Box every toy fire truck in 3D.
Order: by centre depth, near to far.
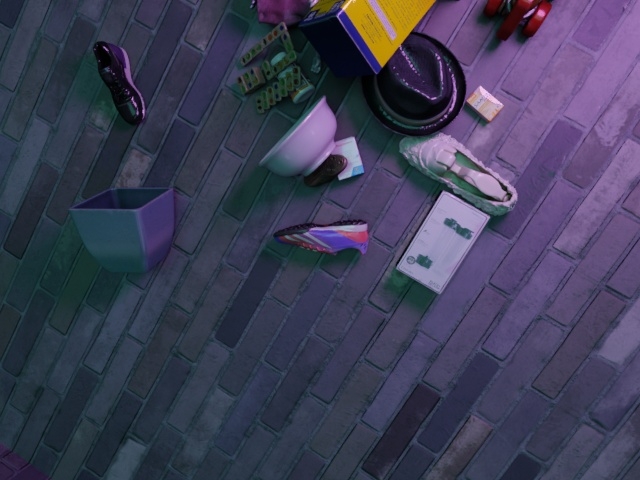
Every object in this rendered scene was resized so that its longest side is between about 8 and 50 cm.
[{"bbox_3d":[0.591,-0.719,1.257,0.169,0.254,0.302,31,100,5],"label":"toy fire truck"}]

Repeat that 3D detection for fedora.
[{"bbox_3d":[0.274,-0.476,1.335,0.334,0.152,0.334,0,88,8],"label":"fedora"}]

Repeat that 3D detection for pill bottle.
[{"bbox_3d":[-0.092,-0.528,1.484,0.086,0.086,0.152,-35,89,12],"label":"pill bottle"}]

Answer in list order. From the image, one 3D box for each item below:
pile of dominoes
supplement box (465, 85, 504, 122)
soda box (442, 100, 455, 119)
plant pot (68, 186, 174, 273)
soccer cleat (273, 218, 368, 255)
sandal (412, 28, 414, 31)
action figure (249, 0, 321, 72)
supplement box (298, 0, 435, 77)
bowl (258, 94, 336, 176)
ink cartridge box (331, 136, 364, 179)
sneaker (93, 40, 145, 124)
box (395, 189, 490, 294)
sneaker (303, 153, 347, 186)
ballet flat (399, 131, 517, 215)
[{"bbox_3d":[-0.171,-0.537,1.456,0.251,0.040,0.196,-18,96,44],"label":"pile of dominoes"},{"bbox_3d":[0.506,-0.421,1.416,0.098,0.036,0.062,41,101,4],"label":"supplement box"},{"bbox_3d":[0.324,-0.427,1.437,0.181,0.058,0.061,19,99,8],"label":"soda box"},{"bbox_3d":[-0.650,-0.028,1.568,0.247,0.248,0.252,2,113,9],"label":"plant pot"},{"bbox_3d":[0.000,0.000,1.521,0.318,0.108,0.116,-4,100,8],"label":"soccer cleat"},{"bbox_3d":[0.270,-0.590,1.442,0.067,0.040,0.179,3,83,4],"label":"sandal"},{"bbox_3d":[-0.017,-0.725,1.433,0.370,0.248,0.275,23,60,-4],"label":"action figure"},{"bbox_3d":[0.147,-0.652,1.265,0.195,0.194,0.356,44,78,-34],"label":"supplement box"},{"bbox_3d":[-0.047,-0.294,1.417,0.298,0.298,0.134,-43,104,12],"label":"bowl"},{"bbox_3d":[0.087,-0.267,1.499,0.089,0.052,0.122,-16,94,11],"label":"ink cartridge box"},{"bbox_3d":[-0.705,-0.536,1.570,0.107,0.124,0.283,-19,93,12],"label":"sneaker"},{"bbox_3d":[0.384,0.004,1.460,0.169,0.087,0.290,30,101,6],"label":"box"},{"bbox_3d":[0.028,-0.225,1.470,0.188,0.071,0.066,-20,80,44],"label":"sneaker"},{"bbox_3d":[0.431,-0.221,1.405,0.409,0.147,0.147,33,101,6],"label":"ballet flat"}]
